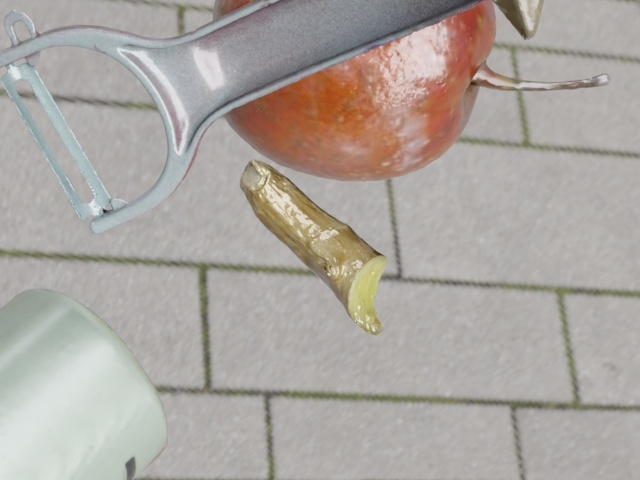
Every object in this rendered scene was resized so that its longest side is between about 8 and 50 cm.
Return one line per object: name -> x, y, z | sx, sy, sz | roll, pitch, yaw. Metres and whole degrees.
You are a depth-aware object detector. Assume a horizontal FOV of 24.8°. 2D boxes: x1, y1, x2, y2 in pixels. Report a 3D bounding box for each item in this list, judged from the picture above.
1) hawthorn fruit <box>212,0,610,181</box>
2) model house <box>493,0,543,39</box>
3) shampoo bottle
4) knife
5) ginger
hawthorn fruit -> 0.030, -0.159, 1.179 | 0.235, 0.263, 0.231 | -43, 119, -22
model house -> 0.082, -0.235, 0.852 | 0.181, 0.176, 0.248 | -14, 93, -26
shampoo bottle -> -0.171, 0.124, 0.510 | 0.085, 0.085, 0.262 | 45, 58, 5
knife -> -0.026, -0.104, 0.705 | 0.123, 0.278, 0.053 | 60, 26, -21
ginger -> 0.001, 0.001, 0.946 | 0.137, 0.044, 0.057 | 45, 38, 9
